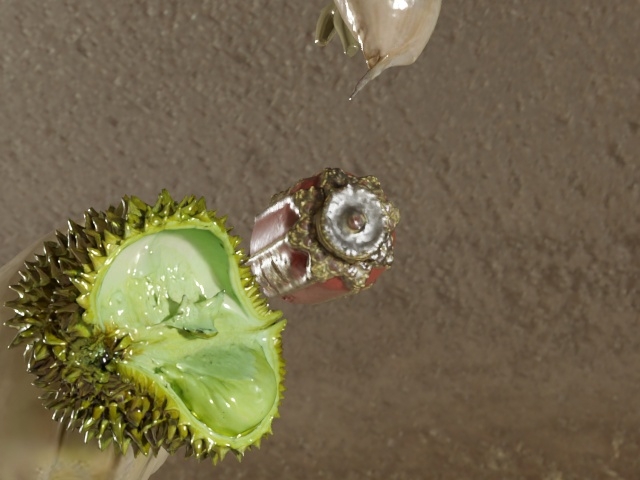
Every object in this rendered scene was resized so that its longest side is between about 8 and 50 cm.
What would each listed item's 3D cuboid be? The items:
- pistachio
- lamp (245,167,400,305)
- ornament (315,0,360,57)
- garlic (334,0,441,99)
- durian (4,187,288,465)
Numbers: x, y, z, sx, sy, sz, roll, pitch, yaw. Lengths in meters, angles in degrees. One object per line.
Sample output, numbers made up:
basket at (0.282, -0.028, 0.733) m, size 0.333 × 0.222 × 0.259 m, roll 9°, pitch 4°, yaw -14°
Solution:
pistachio at (-0.265, 0.151, 1.200) m, size 0.281 × 0.365 × 0.445 m, roll 18°, pitch 177°, yaw -17°
lamp at (0.000, 0.000, 1.525) m, size 0.177 × 0.177 × 0.274 m, roll 38°, pitch 160°, yaw -12°
ornament at (0.069, -0.386, 1.841) m, size 0.061 × 0.245 × 0.230 m, roll 28°, pitch 117°, yaw -25°
garlic at (0.040, -0.213, 0.935) m, size 0.090 × 0.128 × 0.198 m, roll -23°, pitch 80°, yaw 52°
durian at (-0.141, 0.072, 0.910) m, size 0.176 × 0.200 × 0.237 m, roll -9°, pitch 136°, yaw 33°
